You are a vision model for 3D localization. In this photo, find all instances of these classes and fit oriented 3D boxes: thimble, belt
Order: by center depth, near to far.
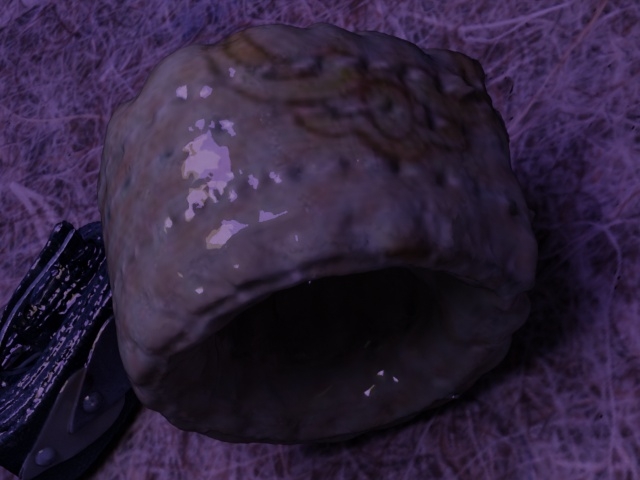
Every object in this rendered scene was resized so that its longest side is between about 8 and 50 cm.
[{"bbox_3d":[0.000,0.000,1.136,0.291,0.291,0.195,-26,57,22],"label":"thimble"},{"bbox_3d":[-0.207,0.083,1.348,0.122,0.128,0.218,21,75,45],"label":"belt"}]
